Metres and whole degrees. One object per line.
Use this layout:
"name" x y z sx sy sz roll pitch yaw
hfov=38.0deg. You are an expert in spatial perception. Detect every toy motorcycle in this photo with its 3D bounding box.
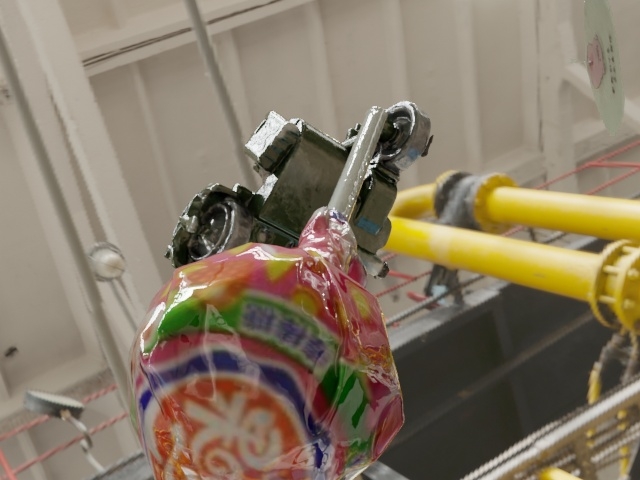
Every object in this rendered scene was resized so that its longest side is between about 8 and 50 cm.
"toy motorcycle" -0.021 -0.038 0.910 0.205 0.127 0.275 28 -94 -31

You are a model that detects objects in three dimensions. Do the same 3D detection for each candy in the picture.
"candy" 0.000 0.000 0.510 0.124 0.365 0.124 6 -59 10

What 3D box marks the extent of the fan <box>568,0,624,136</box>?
"fan" 0.333 -0.221 1.153 0.010 0.310 0.182 -9 -81 6
